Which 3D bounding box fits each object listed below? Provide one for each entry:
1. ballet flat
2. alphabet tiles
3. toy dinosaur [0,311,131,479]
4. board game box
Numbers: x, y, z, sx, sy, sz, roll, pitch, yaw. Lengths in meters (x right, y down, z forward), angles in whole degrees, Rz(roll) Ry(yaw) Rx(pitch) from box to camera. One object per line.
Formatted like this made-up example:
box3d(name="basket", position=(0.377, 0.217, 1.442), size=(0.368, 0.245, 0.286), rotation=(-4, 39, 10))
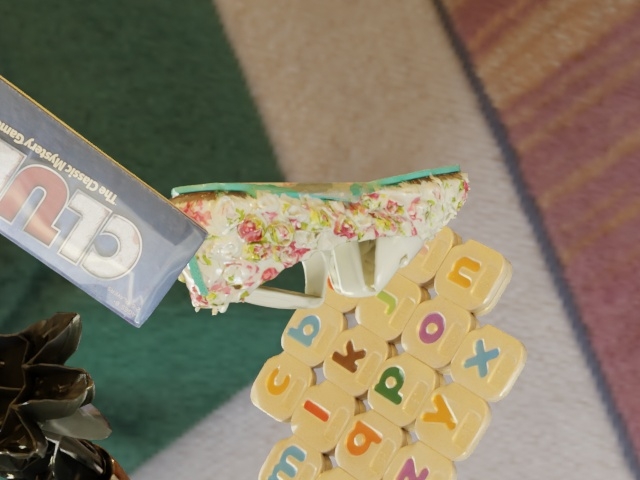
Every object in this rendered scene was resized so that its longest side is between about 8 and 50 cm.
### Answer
box3d(name="ballet flat", position=(0.000, 0.000, 1.104), size=(0.091, 0.241, 0.077), rotation=(-9, 89, 45))
box3d(name="alphabet tiles", position=(0.055, 0.119, 1.637), size=(0.278, 0.021, 0.284), rotation=(28, 87, 50))
box3d(name="toy dinosaur", position=(-0.111, 0.149, 0.743), size=(0.321, 0.218, 0.164), rotation=(-5, 61, 25))
box3d(name="board game box", position=(-0.164, -0.071, 0.641), size=(0.042, 0.243, 0.165), rotation=(-53, 26, -2))
